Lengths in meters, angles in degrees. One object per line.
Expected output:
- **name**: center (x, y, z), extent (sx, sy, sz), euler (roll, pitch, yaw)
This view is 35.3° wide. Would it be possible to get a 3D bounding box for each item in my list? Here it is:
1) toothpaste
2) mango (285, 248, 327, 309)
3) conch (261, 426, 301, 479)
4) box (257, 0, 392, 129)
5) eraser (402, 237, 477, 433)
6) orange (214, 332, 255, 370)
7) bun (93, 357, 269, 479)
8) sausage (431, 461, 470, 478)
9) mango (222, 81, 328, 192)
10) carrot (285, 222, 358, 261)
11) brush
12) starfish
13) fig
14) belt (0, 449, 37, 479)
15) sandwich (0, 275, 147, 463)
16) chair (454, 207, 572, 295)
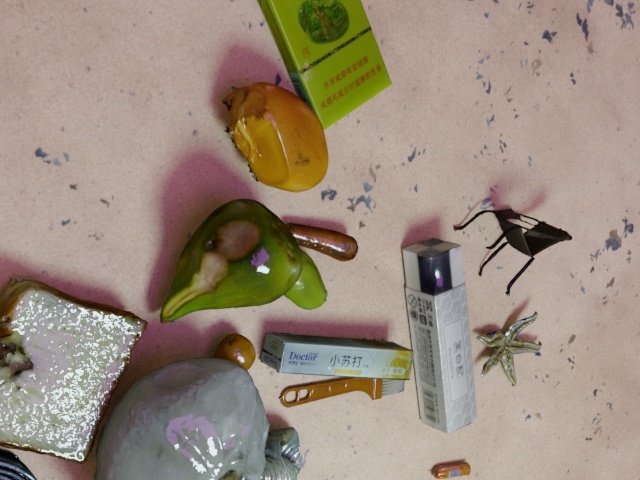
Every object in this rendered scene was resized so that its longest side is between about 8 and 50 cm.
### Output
- **toothpaste**: center (0.037, 0.228, 1.981), extent (0.312, 0.089, 0.071), euler (8, 96, -33)
- **mango**: center (-0.038, 0.074, 1.912), extent (0.165, 0.074, 0.091), euler (44, 73, -33)
- **conch**: center (-0.090, 0.426, 1.935), extent (0.102, 0.153, 0.135), euler (8, 97, 5)
- **box**: center (0.002, -0.393, 1.852), extent (0.187, 0.047, 0.335), euler (-36, 119, -23)
- **eraser**: center (0.254, 0.202, 2.128), extent (0.096, 0.098, 0.404), euler (-19, 111, -31)
- **orange**: center (-0.159, 0.212, 1.857), extent (0.085, 0.085, 0.085), euler (-8, 105, -33)
- **bun**: center (-0.225, 0.371, 1.742), extent (0.354, 0.194, 0.355), euler (-24, 130, -32)
- **sausage**: center (0.292, 0.520, 2.267), extent (0.107, 0.031, 0.031), euler (2, 99, -35)
- **mango**: center (-0.066, -0.179, 1.805), extent (0.252, 0.126, 0.154), euler (45, 55, -42)
- **carrot**: center (0.000, 0.000, 1.939), extent (0.161, 0.055, 0.055), euler (17, 91, -29)
- **brush**: center (0.051, 0.298, 2.061), extent (0.314, 0.017, 0.090), euler (-6, 104, -33)
- **starfish**: center (0.431, 0.259, 2.289), extent (0.208, 0.053, 0.176), euler (-18, 111, -27)
- **fig**: center (-0.176, 0.054, 1.767), extent (0.275, 0.206, 0.206), euler (-37, 122, 7)
- **belt**: center (-0.556, 0.437, 1.611), extent (0.267, 0.116, 0.207), euler (-4, 98, -31)
- **sandwich**: center (-0.449, 0.214, 1.648), extent (0.249, 0.095, 0.273), euler (26, 85, -36)
- **chair**: center (0.425, -0.007, 2.160), extent (0.213, 0.174, 0.149), euler (-34, 122, -12)
